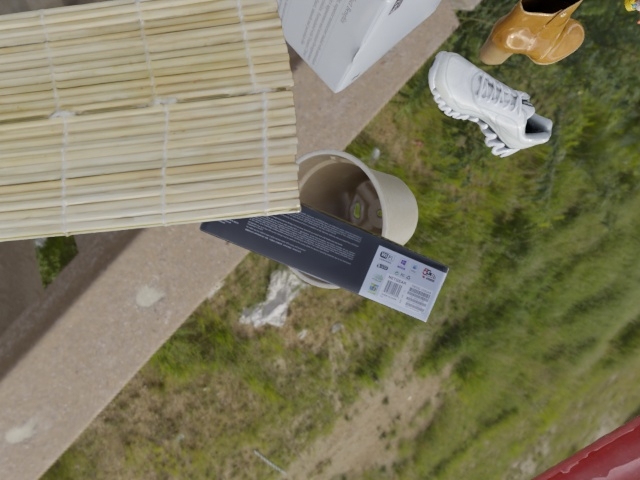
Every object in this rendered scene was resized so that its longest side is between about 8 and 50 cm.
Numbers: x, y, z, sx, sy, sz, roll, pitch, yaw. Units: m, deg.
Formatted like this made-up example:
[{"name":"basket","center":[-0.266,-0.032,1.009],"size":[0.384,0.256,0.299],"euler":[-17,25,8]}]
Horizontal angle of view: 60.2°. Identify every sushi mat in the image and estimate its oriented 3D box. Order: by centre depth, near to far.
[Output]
[{"name":"sushi mat","center":[-0.172,-0.078,0.363],"size":[0.316,0.019,0.152],"euler":[-6,85,3]}]

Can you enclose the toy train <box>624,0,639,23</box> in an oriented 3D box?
[{"name":"toy train","center":[0.511,-0.347,0.797],"size":[0.166,0.125,0.046],"euler":[-36,125,-67]}]

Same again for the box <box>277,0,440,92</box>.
[{"name":"box","center":[0.059,-0.281,0.570],"size":[0.182,0.181,0.119],"euler":[-43,91,-17]}]

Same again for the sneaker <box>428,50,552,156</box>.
[{"name":"sneaker","center":[0.315,-0.256,1.012],"size":[0.292,0.118,0.110],"euler":[25,80,-33]}]

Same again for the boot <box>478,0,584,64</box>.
[{"name":"boot","center":[0.507,-0.469,1.191],"size":[0.294,0.211,0.104],"euler":[-16,83,-15]}]

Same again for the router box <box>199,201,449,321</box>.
[{"name":"router box","center":[0.000,0.000,0.790],"size":[0.308,0.243,0.081],"euler":[23,93,-6]}]

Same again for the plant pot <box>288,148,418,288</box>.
[{"name":"plant pot","center":[0.094,-0.065,1.440],"size":[0.305,0.333,0.334],"euler":[-11,124,-56]}]

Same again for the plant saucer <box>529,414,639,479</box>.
[{"name":"plant saucer","center":[0.191,0.241,0.294],"size":[0.047,0.259,0.258],"euler":[23,128,-15]}]
